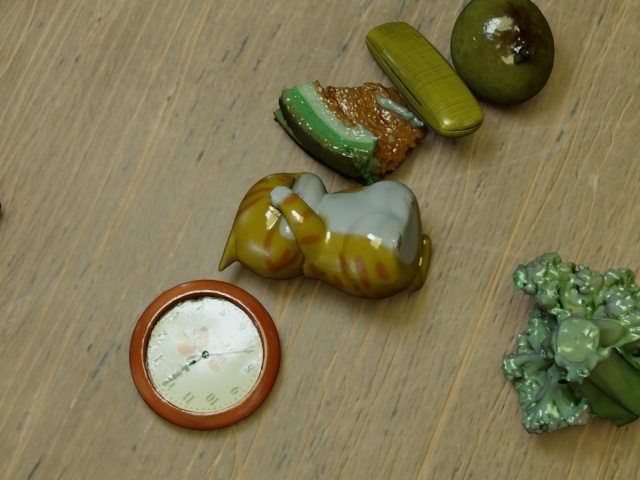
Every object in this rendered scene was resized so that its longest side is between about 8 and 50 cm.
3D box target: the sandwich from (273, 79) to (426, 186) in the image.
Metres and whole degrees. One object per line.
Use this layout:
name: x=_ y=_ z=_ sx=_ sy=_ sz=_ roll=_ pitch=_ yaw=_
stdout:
sandwich: x=0.042 y=-0.171 z=1.681 sx=0.185 sy=0.109 sz=0.160 roll=41 pitch=74 yaw=20

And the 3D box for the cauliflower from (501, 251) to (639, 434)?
cauliflower: x=0.340 y=0.134 z=1.513 sx=0.256 sy=0.315 sz=0.239 roll=4 pitch=87 yaw=24

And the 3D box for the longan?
longan: x=0.256 y=-0.266 z=1.667 sx=0.155 sy=0.176 sz=0.145 roll=38 pitch=87 yaw=-14

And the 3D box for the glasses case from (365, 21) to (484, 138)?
glasses case: x=0.145 y=-0.226 z=1.683 sx=0.079 sy=0.064 sz=0.234 roll=-14 pitch=50 yaw=-25

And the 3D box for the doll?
doll: x=0.011 y=-0.010 z=1.612 sx=0.270 sy=0.162 sz=0.166 roll=16 pitch=43 yaw=11

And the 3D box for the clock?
clock: x=-0.156 y=0.154 z=1.638 sx=0.205 sy=0.051 sz=0.205 roll=0 pitch=77 yaw=1
